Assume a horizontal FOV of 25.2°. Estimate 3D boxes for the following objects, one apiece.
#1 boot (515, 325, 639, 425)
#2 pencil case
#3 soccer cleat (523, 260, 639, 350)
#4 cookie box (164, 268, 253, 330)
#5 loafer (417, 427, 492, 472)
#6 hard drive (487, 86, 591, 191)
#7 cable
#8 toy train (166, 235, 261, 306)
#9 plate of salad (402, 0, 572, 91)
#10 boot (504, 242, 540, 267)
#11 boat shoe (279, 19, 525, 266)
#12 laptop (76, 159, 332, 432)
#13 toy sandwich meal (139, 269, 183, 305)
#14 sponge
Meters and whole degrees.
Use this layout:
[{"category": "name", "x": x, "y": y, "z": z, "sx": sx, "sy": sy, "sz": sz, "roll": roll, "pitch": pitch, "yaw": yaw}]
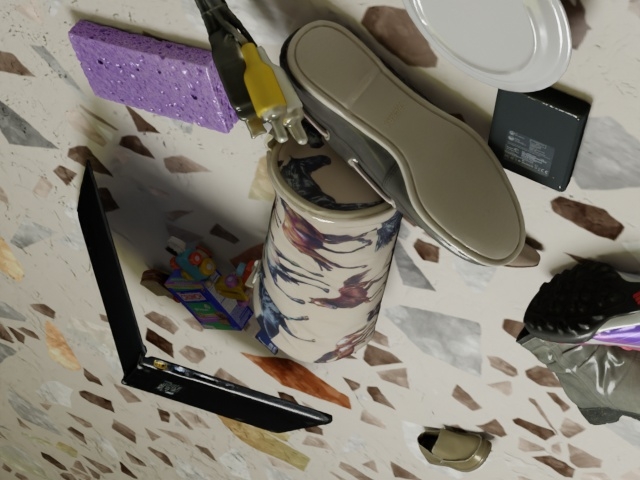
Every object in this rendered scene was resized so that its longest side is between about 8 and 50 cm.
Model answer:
[{"category": "boot", "x": 0.346, "y": 0.138, "z": 1.703, "sx": 0.161, "sy": 0.083, "sz": 0.246, "roll": 46, "pitch": 148, "yaw": -14}, {"category": "pencil case", "x": 0.000, "y": 0.000, "z": 1.736, "sx": 0.184, "sy": 0.159, "sz": 0.410, "roll": 17, "pitch": 150, "yaw": 4}, {"category": "soccer cleat", "x": 0.363, "y": 0.087, "z": 1.579, "sx": 0.318, "sy": 0.108, "sz": 0.116, "roll": -11, "pitch": 134, "yaw": 48}, {"category": "cookie box", "x": -0.168, "y": 0.087, "z": 2.162, "sx": 0.092, "sy": 0.040, "sz": 0.107, "roll": -1, "pitch": 137, "yaw": 46}, {"category": "loafer", "x": 0.195, "y": 0.311, "z": 2.141, "sx": 0.050, "sy": 0.056, "sz": 0.148, "roll": 39, "pitch": 151, "yaw": -25}, {"category": "hard drive", "x": 0.223, "y": -0.111, "z": 1.484, "sx": 0.094, "sy": 0.022, "sz": 0.135, "roll": 25, "pitch": 151, "yaw": 14}, {"category": "cable", "x": -0.086, "y": -0.228, "z": 1.510, "sx": 0.139, "sy": 0.072, "sz": 0.287, "roll": -27, "pitch": -83, "yaw": -83}, {"category": "toy train", "x": -0.137, "y": 0.034, "z": 2.048, "sx": 0.166, "sy": 0.046, "sz": 0.125, "roll": 24, "pitch": 150, "yaw": 9}, {"category": "plate of salad", "x": 0.156, "y": -0.224, "z": 1.348, "sx": 0.200, "sy": 0.048, "sz": 0.199, "roll": 33, "pitch": 152, "yaw": 20}, {"category": "boot", "x": 0.203, "y": -0.017, "z": 1.638, "sx": 0.119, "sy": 0.042, "sz": 0.087, "roll": 15, "pitch": 137, "yaw": 4}, {"category": "boat shoe", "x": 0.088, "y": -0.102, "z": 1.542, "sx": 0.335, "sy": 0.112, "sz": 0.095, "roll": 45, "pitch": 168, "yaw": -3}, {"category": "laptop", "x": -0.180, "y": 0.098, "z": 2.022, "sx": 0.408, "sy": 0.236, "sz": 0.382, "roll": 19, "pitch": 168, "yaw": -8}, {"category": "toy sandwich meal", "x": -0.240, "y": 0.075, "z": 2.225, "sx": 0.086, "sy": 0.029, "sz": 0.085, "roll": 24, "pitch": 151, "yaw": 15}, {"category": "sponge", "x": -0.205, "y": -0.201, "z": 1.755, "sx": 0.210, "sy": 0.031, "sz": 0.117, "roll": 17, "pitch": 148, "yaw": 26}]
